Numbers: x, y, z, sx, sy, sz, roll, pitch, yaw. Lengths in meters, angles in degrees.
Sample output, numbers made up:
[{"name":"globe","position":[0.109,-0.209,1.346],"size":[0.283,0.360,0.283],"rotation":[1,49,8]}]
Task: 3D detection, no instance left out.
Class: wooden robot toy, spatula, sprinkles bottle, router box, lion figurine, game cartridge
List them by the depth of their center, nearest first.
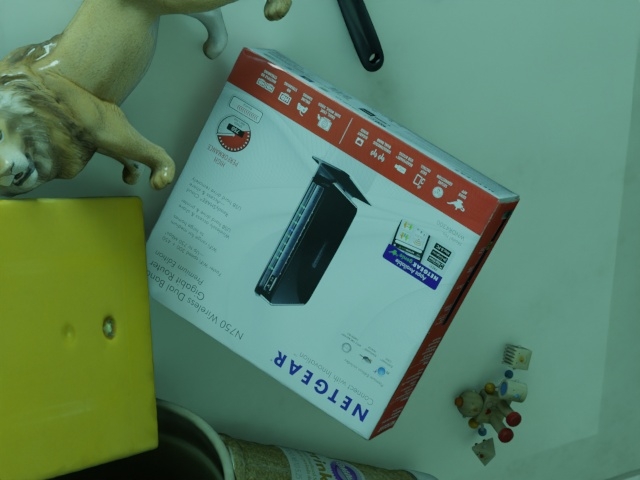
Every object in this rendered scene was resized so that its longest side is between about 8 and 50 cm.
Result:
[{"name":"game cartridge","position":[-0.278,0.098,1.762],"size":[0.323,0.052,0.285],"rotation":[-4,90,-62]},{"name":"lion figurine","position":[-0.214,-0.197,1.766],"size":[0.240,0.142,0.392],"rotation":[34,84,-31]},{"name":"router box","position":[0.000,0.000,1.864],"size":[0.301,0.335,0.082],"rotation":[-63,163,14]},{"name":"spatula","position":[0.019,-0.308,1.876],"size":[0.084,0.030,0.296],"rotation":[-31,128,-13]},{"name":"sprinkles bottle","position":[-0.001,0.331,2.181],"size":[0.355,0.121,0.121],"rotation":[16,109,-35]},{"name":"wooden robot toy","position":[0.220,0.217,2.275],"size":[0.079,0.076,0.173],"rotation":[14,110,-23]}]

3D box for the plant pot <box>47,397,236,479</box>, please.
[{"name":"plant pot","position":[-0.223,0.387,1.975],"size":[0.323,0.323,0.280],"rotation":[-28,133,-12]}]
